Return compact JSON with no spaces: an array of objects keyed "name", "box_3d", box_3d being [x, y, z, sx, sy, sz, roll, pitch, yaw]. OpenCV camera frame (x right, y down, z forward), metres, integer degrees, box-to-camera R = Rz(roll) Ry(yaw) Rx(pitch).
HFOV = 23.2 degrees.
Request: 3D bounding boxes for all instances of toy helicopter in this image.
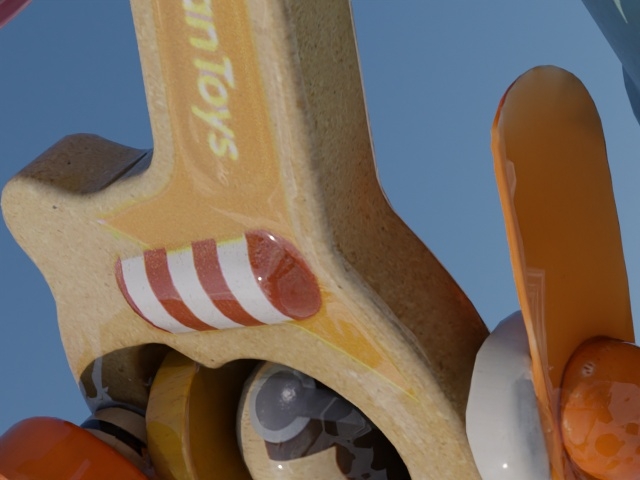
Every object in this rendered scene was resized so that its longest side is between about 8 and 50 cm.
[{"name":"toy helicopter","box_3d":[0.000,0.000,0.432,0.140,0.235,0.355,-45,-37,-36]}]

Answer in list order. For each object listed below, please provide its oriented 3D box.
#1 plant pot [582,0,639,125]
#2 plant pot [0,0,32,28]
[{"name":"plant pot","box_3d":[0.163,-0.181,0.411,0.334,0.341,0.341,46,-114,-25]},{"name":"plant pot","box_3d":[-0.174,-0.158,0.423,0.201,0.180,0.201,-43,-38,-46]}]
